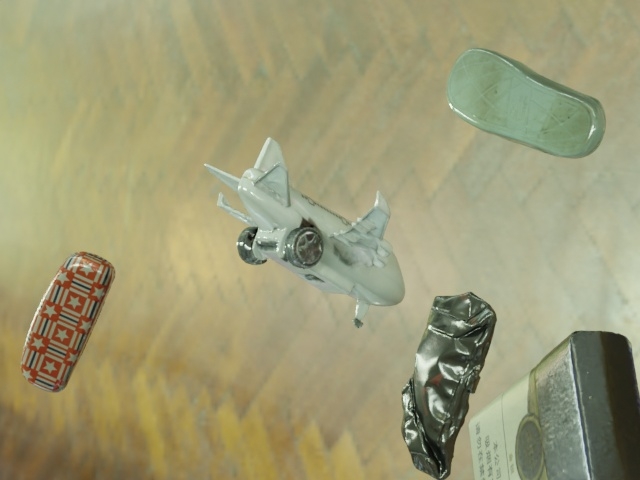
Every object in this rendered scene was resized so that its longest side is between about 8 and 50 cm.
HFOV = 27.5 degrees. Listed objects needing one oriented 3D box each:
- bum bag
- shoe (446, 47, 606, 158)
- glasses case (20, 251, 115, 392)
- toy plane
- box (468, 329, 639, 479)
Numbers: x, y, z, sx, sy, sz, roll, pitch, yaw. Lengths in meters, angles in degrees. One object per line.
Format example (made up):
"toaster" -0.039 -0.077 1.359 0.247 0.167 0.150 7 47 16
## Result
"bum bag" 0.079 0.091 0.836 0.058 0.034 0.124 35 110 51
"shoe" 0.213 -0.130 1.313 0.195 0.078 0.079 31 100 44
"glasses case" -0.319 0.099 1.643 0.049 0.073 0.194 -78 14 -70
"toy plane" -0.003 0.004 1.313 0.251 0.255 0.101 3 58 50
"box" 0.226 0.209 1.266 0.259 0.071 0.168 119 151 -59
